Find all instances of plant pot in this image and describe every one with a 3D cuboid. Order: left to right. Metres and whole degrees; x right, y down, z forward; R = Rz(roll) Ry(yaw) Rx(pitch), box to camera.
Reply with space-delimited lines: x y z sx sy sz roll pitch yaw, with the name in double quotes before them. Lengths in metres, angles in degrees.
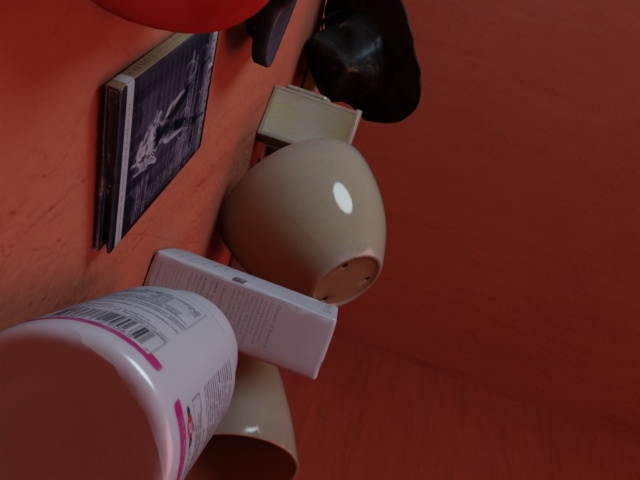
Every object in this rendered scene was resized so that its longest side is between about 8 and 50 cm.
"plant pot" -0.170 0.318 1.259 0.274 0.256 0.257 -92 -167 -45
"plant pot" 0.000 0.000 1.068 0.191 0.284 0.284 56 -33 33

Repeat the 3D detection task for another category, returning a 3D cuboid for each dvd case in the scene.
"dvd case" -0.150 -0.112 0.610 0.221 0.018 0.165 -69 178 -53

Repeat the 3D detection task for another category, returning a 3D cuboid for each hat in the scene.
"hat" 0.053 -0.366 1.296 0.133 0.331 0.331 -24 153 -24

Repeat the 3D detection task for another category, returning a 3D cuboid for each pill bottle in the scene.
"pill bottle" -0.159 0.123 0.530 0.283 0.160 0.161 -33 141 -85

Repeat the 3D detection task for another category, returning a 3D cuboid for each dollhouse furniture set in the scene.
"dollhouse furniture set" -0.023 -0.180 1.236 0.242 0.160 0.212 98 11 -79

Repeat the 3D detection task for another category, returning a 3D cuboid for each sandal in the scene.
"sandal" -0.067 -0.292 0.833 0.254 0.054 0.097 -87 -160 -62

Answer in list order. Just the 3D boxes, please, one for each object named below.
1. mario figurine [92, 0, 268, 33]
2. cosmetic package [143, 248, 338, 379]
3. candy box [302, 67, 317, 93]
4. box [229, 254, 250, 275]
"mario figurine" -0.078 -0.223 0.363 0.320 0.170 0.198 -65 152 -62
"cosmetic package" -0.097 0.087 0.804 0.117 0.231 0.086 -28 137 -87
"candy box" -0.043 -0.294 1.492 0.105 0.027 0.206 -71 180 -78
"box" -0.076 -0.035 1.395 0.311 0.147 0.121 -65 174 -56
